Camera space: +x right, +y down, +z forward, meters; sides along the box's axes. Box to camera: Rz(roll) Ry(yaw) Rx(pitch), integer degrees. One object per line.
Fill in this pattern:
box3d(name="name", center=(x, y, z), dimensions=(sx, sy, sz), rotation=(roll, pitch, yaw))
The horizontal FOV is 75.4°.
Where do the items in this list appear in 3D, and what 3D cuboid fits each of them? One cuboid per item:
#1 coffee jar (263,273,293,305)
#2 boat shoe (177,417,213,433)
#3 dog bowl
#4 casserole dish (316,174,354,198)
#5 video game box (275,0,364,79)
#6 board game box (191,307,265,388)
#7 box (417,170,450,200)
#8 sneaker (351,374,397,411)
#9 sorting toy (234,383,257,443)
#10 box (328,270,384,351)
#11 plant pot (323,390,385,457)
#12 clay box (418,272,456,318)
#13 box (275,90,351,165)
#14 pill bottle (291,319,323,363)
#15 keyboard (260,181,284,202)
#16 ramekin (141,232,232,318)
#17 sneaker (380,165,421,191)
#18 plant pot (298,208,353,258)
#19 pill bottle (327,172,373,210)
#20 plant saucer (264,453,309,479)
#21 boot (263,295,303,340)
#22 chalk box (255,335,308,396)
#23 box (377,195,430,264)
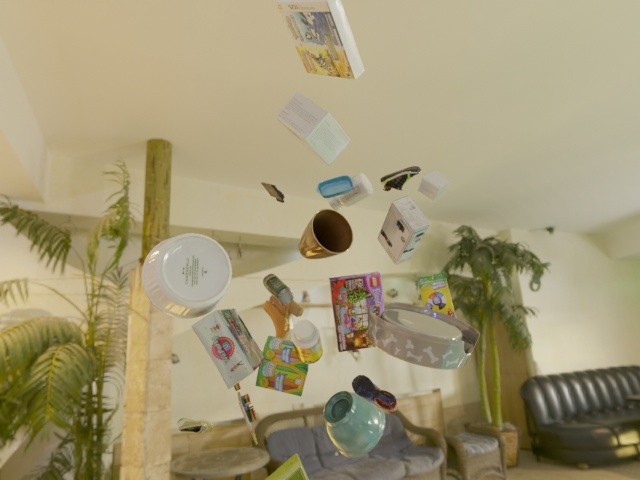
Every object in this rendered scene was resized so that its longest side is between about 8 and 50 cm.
box3d(name="coffee jar", center=(-0.208, 0.234, 2.008), dimensions=(0.079, 0.096, 0.184), rotation=(-34, 35, -17))
box3d(name="boat shoe", center=(-0.498, 0.750, 1.656), dimensions=(0.153, 0.048, 0.056), rotation=(32, -79, -35))
box3d(name="dog bowl", center=(0.308, 0.291, 1.295), dimensions=(0.349, 0.102, 0.349), rotation=(11, 5, -1))
box3d(name="casserole dish", center=(0.074, -0.256, 2.003), dimensions=(0.189, 0.114, 0.037), rotation=(-17, -43, -1))
box3d(name="video game box", center=(0.000, -0.510, 1.037), dimensions=(0.187, 0.048, 0.205), rotation=(30, -19, 41))
box3d(name="board game box", center=(-0.294, 0.346, 1.381), dimensions=(0.098, 0.224, 0.303), rotation=(-33, -7, -4))
box3d(name="box", center=(0.542, -0.262, 1.979), dimensions=(0.102, 0.101, 0.087), rotation=(-32, -30, -31))
box3d(name="sneaker", center=(0.214, 0.618, 1.651), dimensions=(0.221, 0.083, 0.087), rotation=(26, -24, 41))
box3d(name="sorting toy", center=(-0.315, 0.750, 1.820), dimensions=(0.046, 0.274, 0.132), rotation=(-21, 6, -13))
box3d(name="box", center=(0.149, 0.279, 1.629), dimensions=(0.201, 0.293, 0.057), rotation=(-8, 7, -4))
box3d(name="plant pot", center=(0.137, 0.856, 2.004), dimensions=(0.293, 0.293, 0.196), rotation=(-16, -58, 41))
box3d(name="clay box", center=(0.529, 0.265, 1.889), dimensions=(0.128, 0.221, 0.053), rotation=(-15, -11, 17))
box3d(name="box", center=(-0.023, -0.378, 1.404), dimensions=(0.119, 0.181, 0.182), rotation=(-48, -35, 5))
box3d(name="pill bottle", center=(-0.056, 0.417, 1.716), dimensions=(0.117, 0.117, 0.214), rotation=(-5, -41, 4))
box3d(name="keyboard", center=(-0.193, -0.204, 1.752), dimensions=(0.023, 0.108, 0.180), rotation=(-41, 23, -9))
box3d(name="ramekin", center=(-0.402, 0.101, 1.290), dimensions=(0.273, 0.272, 0.127), rotation=(5, -19, -31))
box3d(name="sneaker", center=(0.414, -0.306, 2.100), dimensions=(0.235, 0.097, 0.084), rotation=(-13, 14, 43))
box3d(name="plant pot", center=(0.000, 0.000, 2.095), dimensions=(0.237, 0.237, 0.254), rotation=(5, -25, -30))
box3d(name="pill bottle", center=(0.156, -0.257, 2.245), dimensions=(0.229, 0.131, 0.131), rotation=(-27, -24, 26))
box3d(name="plant saucer", center=(-0.105, 0.900, 1.472), dimensions=(0.188, 0.188, 0.045), rotation=(-24, 0, -40))
box3d(name="boot", center=(-0.235, 0.433, 2.257), dimensions=(0.211, 0.295, 0.104), rotation=(29, 3, 25))
box3d(name="chalk box", center=(-0.203, 0.589, 1.978), dimensions=(0.289, 0.180, 0.179), rotation=(12, 23, 0))
box3d(name="box", center=(0.358, -0.037, 1.824), dimensions=(0.087, 0.169, 0.290), rotation=(-22, -27, -19))
